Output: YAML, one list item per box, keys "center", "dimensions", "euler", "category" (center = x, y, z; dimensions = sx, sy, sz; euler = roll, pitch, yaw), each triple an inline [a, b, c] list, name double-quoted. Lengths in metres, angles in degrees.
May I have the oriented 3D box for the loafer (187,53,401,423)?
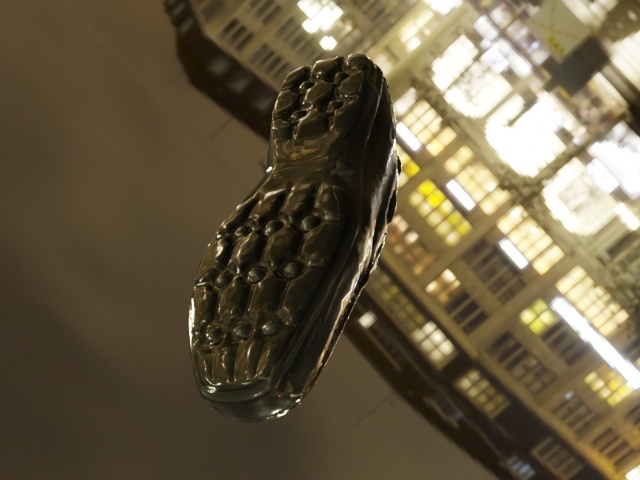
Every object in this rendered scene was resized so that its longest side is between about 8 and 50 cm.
- center: [0.000, 0.000, 0.532]
  dimensions: [0.223, 0.076, 0.078]
  euler: [-73, -35, -46]
  category: "loafer"
